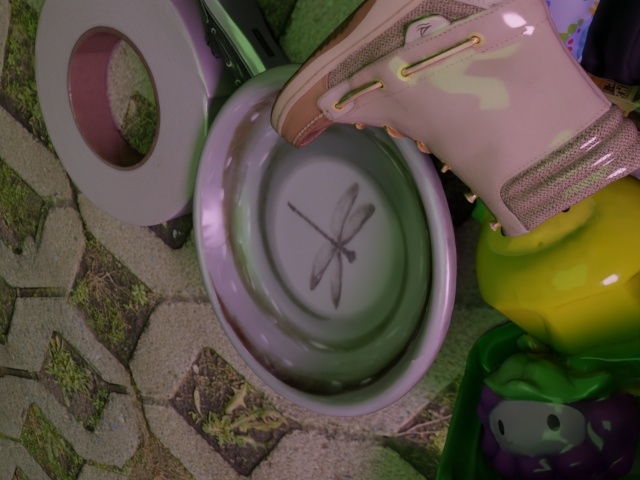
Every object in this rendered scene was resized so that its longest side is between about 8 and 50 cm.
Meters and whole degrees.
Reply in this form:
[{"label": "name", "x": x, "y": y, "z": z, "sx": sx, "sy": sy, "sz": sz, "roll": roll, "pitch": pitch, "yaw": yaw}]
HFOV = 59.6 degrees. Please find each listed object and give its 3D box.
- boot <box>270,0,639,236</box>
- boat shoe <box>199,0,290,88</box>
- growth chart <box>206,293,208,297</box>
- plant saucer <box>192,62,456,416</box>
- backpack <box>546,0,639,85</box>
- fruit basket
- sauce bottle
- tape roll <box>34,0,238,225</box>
[{"label": "boot", "x": 0.085, "y": -0.086, "z": 0.437, "sx": 0.203, "sy": 0.095, "sz": 0.262, "roll": 50, "pitch": 143, "yaw": -9}, {"label": "boat shoe", "x": -0.104, "y": -0.247, "z": 0.704, "sx": 0.076, "sy": 0.080, "sz": 0.228, "roll": -29, "pitch": 97, "yaw": 37}, {"label": "growth chart", "x": -0.094, "y": 0.047, "z": 0.837, "sx": 0.172, "sy": 0.021, "sz": 0.237, "roll": 39, "pitch": 123, "yaw": 16}, {"label": "plant saucer", "x": 0.000, "y": 0.000, "z": 0.664, "sx": 0.401, "sy": 0.101, "sz": 0.399, "roll": 12, "pitch": 108, "yaw": 41}, {"label": "backpack", "x": 0.140, "y": -0.296, "z": 0.405, "sx": 0.355, "sy": 0.274, "sz": 0.290, "roll": 54, "pitch": 165, "yaw": 22}, {"label": "fruit basket", "x": 0.250, "y": 0.080, "z": 0.475, "sx": 0.393, "sy": 0.283, "sz": 0.391, "roll": 13, "pitch": 128, "yaw": 17}, {"label": "sauce bottle", "x": 0.278, "y": -0.122, "z": 0.501, "sx": 0.128, "sy": 0.042, "sz": 0.042, "roll": 26, "pitch": 120, "yaw": 22}, {"label": "tape roll", "x": -0.287, "y": -0.213, "z": 0.844, "sx": 0.392, "sy": 0.072, "sz": 0.391, "roll": 13, "pitch": 114, "yaw": 32}]
